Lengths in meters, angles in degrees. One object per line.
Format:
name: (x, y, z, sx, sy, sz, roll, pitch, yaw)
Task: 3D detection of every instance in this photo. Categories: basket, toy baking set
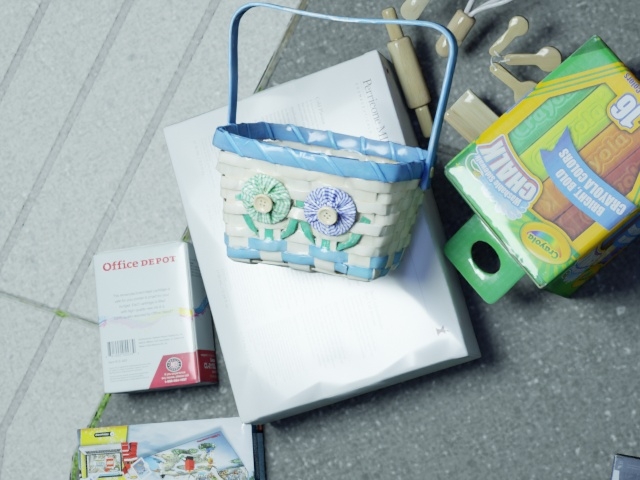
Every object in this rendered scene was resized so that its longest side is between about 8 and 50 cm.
basket: (0.014, -0.108, 1.729, 0.254, 0.201, 0.289, 8, 96, 17)
toy baking set: (0.171, -0.238, 1.844, 0.196, 0.030, 0.256, -20, 100, 21)

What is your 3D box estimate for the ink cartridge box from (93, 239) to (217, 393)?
ink cartridge box: (-0.202, 0.096, 1.940, 0.127, 0.072, 0.175, -8, 82, 17)

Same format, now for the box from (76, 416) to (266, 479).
box: (-0.182, 0.302, 1.928, 0.233, 0.044, 0.159, -6, 83, 17)

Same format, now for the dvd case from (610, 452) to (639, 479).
dvd case: (0.398, 0.371, 1.750, 0.179, 0.029, 0.239, 9, 88, 18)

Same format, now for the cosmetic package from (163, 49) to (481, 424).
cosmetic package: (0.000, 0.000, 1.876, 0.284, 0.097, 0.377, -18, 79, 16)

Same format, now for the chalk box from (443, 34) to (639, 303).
chalk box: (0.264, -0.055, 1.756, 0.289, 0.179, 0.180, -42, 74, 9)
